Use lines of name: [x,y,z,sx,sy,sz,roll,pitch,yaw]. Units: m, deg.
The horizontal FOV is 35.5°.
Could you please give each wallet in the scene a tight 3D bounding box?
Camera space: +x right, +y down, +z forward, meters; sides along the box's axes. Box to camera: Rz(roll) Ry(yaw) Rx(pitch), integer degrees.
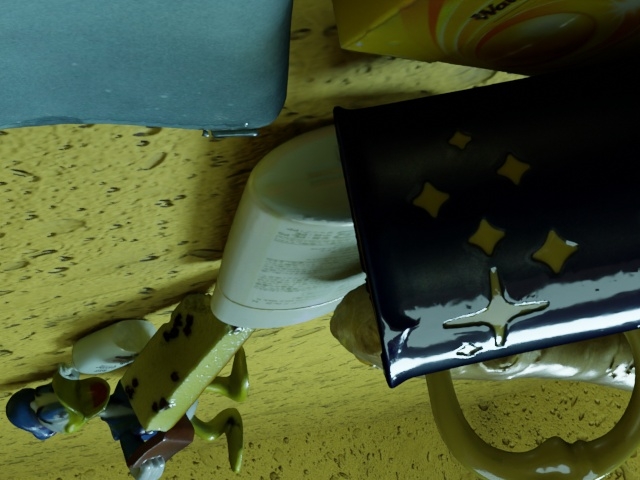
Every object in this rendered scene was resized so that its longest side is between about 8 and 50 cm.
wallet: [-0.146,-0.104,0.448,0.290,0.054,0.251,-9,163,-8]

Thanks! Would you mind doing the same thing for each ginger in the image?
ginger: [0.224,0.082,0.911,0.348,0.122,0.363,19,-170,22]

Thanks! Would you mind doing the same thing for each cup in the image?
cup: [0.154,0.011,0.640,0.256,0.178,0.255,-10,130,1]

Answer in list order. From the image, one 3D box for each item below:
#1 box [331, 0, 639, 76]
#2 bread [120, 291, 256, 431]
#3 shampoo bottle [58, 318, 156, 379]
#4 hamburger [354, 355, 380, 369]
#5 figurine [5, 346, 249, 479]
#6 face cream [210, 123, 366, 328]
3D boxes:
box: [0.155,-0.141,0.570,0.269,0.043,0.152,1,161,-40]
bread: [-0.145,0.120,1.132,0.049,0.088,0.226,7,131,-46]
shampoo bottle: [-0.272,0.138,1.223,0.152,0.045,0.077,-23,162,35]
hamburger: [0.107,0.099,1.254,0.162,0.115,0.162,-11,164,-3]
figurine: [-0.269,0.258,1.400,0.338,0.205,0.283,3,-172,-9]
face cream: [0.000,0.000,0.878,0.173,0.081,0.348,-12,165,-14]
